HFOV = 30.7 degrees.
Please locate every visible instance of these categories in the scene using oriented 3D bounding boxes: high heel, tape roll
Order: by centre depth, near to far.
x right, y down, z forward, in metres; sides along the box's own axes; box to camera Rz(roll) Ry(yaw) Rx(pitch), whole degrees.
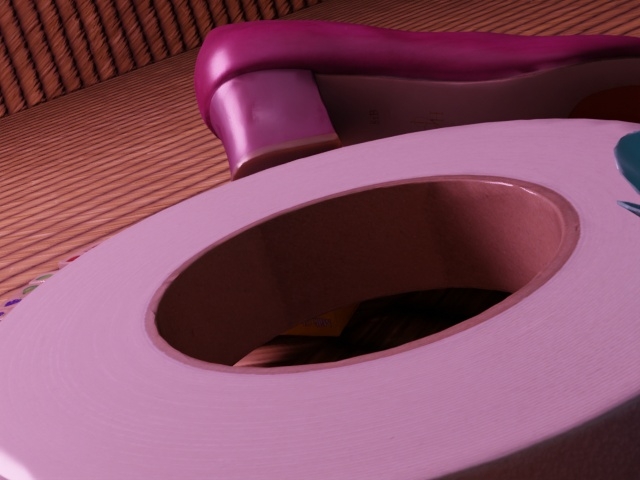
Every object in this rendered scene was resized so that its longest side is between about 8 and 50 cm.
[{"bbox_3d":[0.027,0.040,0.558,0.392,0.072,0.392,-14,20,5],"label":"tape roll"},{"bbox_3d":[0.101,-0.124,0.830,0.377,0.127,0.181,-6,45,-11],"label":"high heel"}]

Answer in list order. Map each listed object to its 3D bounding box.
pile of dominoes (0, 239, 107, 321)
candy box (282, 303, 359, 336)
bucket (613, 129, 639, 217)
[{"bbox_3d":[-0.146,0.002,0.990,0.251,0.040,0.196,-11,17,18],"label":"pile of dominoes"},{"bbox_3d":[0.000,0.000,0.800,0.105,0.027,0.206,-2,28,26],"label":"candy box"},{"bbox_3d":[0.244,-0.060,0.337,0.281,0.183,0.281,-53,4,5],"label":"bucket"}]
